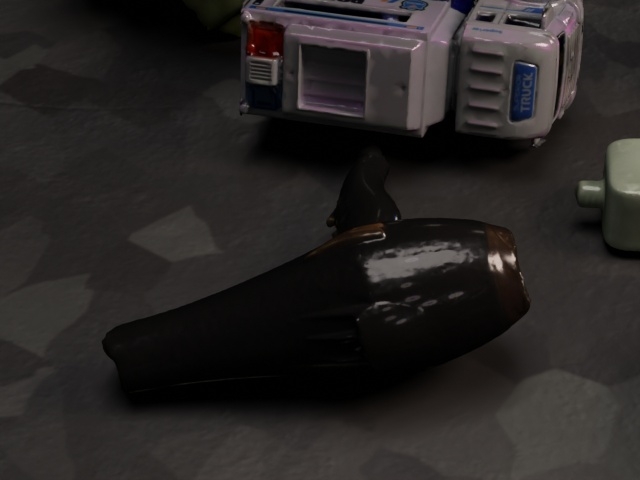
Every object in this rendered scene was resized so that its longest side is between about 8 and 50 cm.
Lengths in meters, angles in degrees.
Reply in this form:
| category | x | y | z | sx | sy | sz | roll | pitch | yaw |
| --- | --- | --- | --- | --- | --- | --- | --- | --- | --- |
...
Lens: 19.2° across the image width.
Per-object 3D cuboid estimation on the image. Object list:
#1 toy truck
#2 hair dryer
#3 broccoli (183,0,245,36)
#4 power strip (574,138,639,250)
| category | x | y | z | sx | sy | sz | roll | pitch | yaw |
| --- | --- | --- | --- | --- | --- | --- | --- | --- | --- |
| toy truck | 0.076 | -0.153 | 1.570 | 0.268 | 0.124 | 0.155 | 8 | 28 | 13 |
| hair dryer | 0.000 | 0.000 | 1.455 | 0.303 | 0.120 | 0.359 | -14 | 27 | 9 |
| broccoli | -0.080 | -0.352 | 1.725 | 0.334 | 0.324 | 0.272 | -7 | 50 | -49 |
| power strip | 0.391 | -0.033 | 1.463 | 0.385 | 0.062 | 0.091 | 2 | 35 | 6 |
